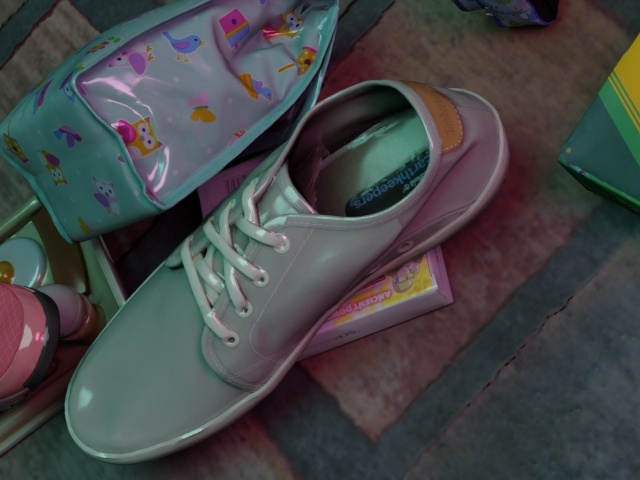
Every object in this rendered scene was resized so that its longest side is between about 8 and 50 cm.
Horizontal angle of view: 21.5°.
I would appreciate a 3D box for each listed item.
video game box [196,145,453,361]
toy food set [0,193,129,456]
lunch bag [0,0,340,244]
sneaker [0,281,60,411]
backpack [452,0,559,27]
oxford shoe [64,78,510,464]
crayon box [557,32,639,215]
[{"bbox_3d":[0.000,0.000,1.452,0.205,0.048,0.187,-22,60,21],"label":"video game box"},{"bbox_3d":[-0.321,0.075,1.579,0.306,0.092,0.219,-36,57,12],"label":"toy food set"},{"bbox_3d":[-0.121,-0.127,1.455,0.262,0.160,0.223,-40,12,-29],"label":"lunch bag"},{"bbox_3d":[-0.365,0.076,1.479,0.314,0.136,0.116,7,81,37],"label":"sneaker"},{"bbox_3d":[0.153,-0.235,1.416,0.084,0.114,0.105,-3,66,30],"label":"backpack"},{"bbox_3d":[-0.050,0.017,1.370,0.449,0.130,0.169,-38,59,14],"label":"oxford shoe"},{"bbox_3d":[0.332,-0.129,1.290,0.165,0.081,0.278,33,89,35],"label":"crayon box"}]
